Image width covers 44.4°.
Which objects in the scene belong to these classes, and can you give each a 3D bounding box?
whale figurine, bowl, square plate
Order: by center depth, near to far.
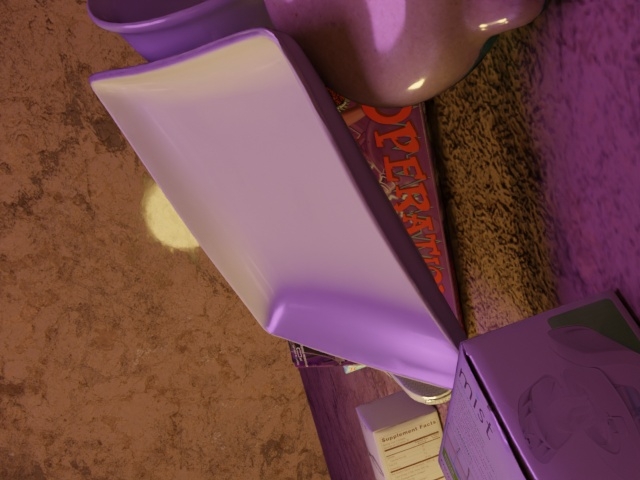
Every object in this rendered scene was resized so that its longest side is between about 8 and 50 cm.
[{"bbox_3d":[0.068,-0.219,0.511,0.216,0.141,0.272,40,139,15],"label":"whale figurine"},{"bbox_3d":[-0.036,-0.025,0.706,0.344,0.049,0.347,6,135,54],"label":"square plate"},{"bbox_3d":[-0.061,-0.243,0.758,0.134,0.297,0.298,60,180,-38],"label":"bowl"}]

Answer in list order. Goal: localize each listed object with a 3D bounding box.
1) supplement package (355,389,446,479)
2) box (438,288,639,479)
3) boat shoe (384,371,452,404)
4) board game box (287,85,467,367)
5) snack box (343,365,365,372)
[{"bbox_3d":[0.135,0.336,1.205,0.105,0.105,0.179,-143,36,-76],"label":"supplement package"},{"bbox_3d":[0.192,0.210,0.547,0.231,0.126,0.262,85,164,-54],"label":"box"},{"bbox_3d":[0.056,0.076,1.022,0.335,0.121,0.119,58,169,18],"label":"boat shoe"},{"bbox_3d":[0.032,-0.017,0.847,0.056,0.208,0.347,-68,-33,-61],"label":"board game box"},{"bbox_3d":[0.050,0.119,1.441,0.322,0.060,0.187,96,155,-69],"label":"snack box"}]
